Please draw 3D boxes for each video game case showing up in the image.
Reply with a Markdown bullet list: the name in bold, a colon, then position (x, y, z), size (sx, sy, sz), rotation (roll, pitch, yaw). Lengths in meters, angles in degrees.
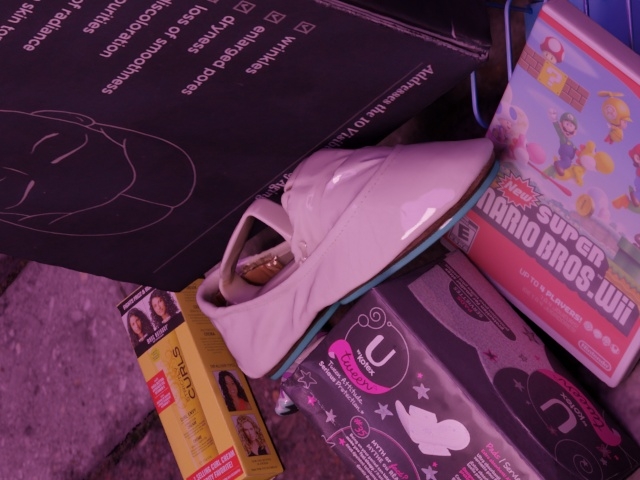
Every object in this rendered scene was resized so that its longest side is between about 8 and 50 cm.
- **video game case**: position (0.215, -0.033, 1.603), size (0.204, 0.025, 0.285), rotation (41, 139, 19)

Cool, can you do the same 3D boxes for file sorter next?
- **file sorter**: position (0.218, -0.154, 1.646), size (0.170, 0.104, 0.118), rotation (-6, 85, 42)

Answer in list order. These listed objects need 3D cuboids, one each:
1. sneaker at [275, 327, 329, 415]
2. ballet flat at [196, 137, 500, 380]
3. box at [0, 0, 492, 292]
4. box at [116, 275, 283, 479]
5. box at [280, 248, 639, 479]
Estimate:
- **sneaker**: position (-0.025, 0.115, 1.907), size (0.098, 0.038, 0.069), rotation (-53, 56, 17)
- **ballet flat**: position (0.000, 0.000, 1.716), size (0.400, 0.139, 0.139), rotation (-43, 62, 51)
- **box**: position (-0.195, -0.214, 1.700), size (0.480, 0.472, 0.297), rotation (-35, 50, 42)
- **box**: position (-0.122, 0.147, 1.976), size (0.087, 0.058, 0.232), rotation (-36, 67, 35)
- **box**: position (0.123, 0.151, 1.659), size (0.247, 0.163, 0.142), rotation (50, 122, 11)
